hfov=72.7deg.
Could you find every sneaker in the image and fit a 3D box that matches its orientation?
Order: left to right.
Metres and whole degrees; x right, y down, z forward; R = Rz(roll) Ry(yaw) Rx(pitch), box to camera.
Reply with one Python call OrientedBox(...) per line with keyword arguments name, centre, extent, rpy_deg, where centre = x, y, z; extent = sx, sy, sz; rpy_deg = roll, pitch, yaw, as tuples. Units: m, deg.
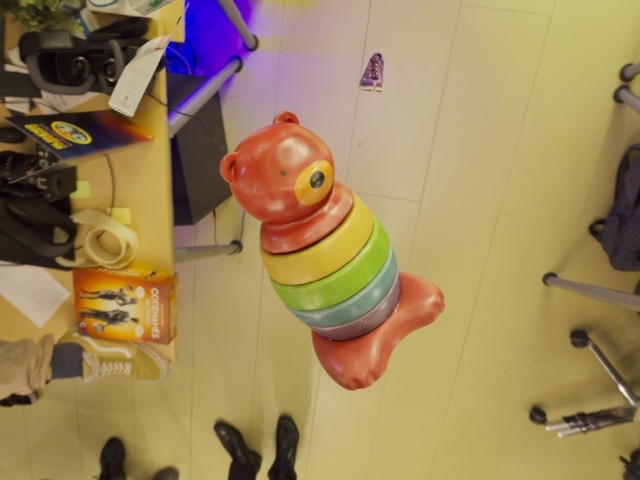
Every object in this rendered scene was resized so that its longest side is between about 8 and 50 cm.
OrientedBox(name="sneaker", centre=(0.136, -0.442, 1.138), extent=(0.068, 0.170, 0.071), rpy_deg=(7, 134, 2))

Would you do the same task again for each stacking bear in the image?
OrientedBox(name="stacking bear", centre=(0.000, 0.000, 0.506), extent=(0.175, 0.164, 0.289), rpy_deg=(-40, 121, -17))

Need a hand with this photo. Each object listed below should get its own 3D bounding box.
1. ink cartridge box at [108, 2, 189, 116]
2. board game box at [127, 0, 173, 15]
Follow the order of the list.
OrientedBox(name="ink cartridge box", centre=(-0.349, -0.387, 0.889), extent=(0.066, 0.189, 0.233), rpy_deg=(23, 113, -26))
OrientedBox(name="board game box", centre=(-0.229, -0.553, 0.711), extent=(0.303, 0.097, 0.224), rpy_deg=(-26, 112, 2))
